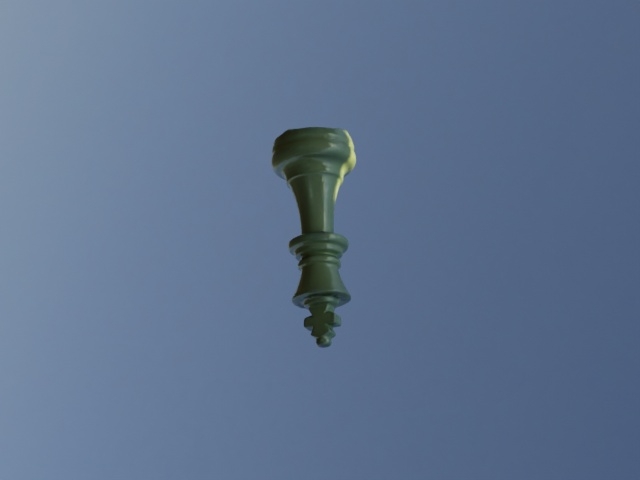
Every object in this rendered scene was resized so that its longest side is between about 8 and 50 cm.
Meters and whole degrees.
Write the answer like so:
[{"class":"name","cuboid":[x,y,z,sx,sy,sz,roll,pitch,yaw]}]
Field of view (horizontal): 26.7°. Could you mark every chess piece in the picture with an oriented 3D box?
[{"class":"chess piece","cuboid":[0.000,0.000,0.907,0.059,0.059,0.149,-28,-120,47]}]
